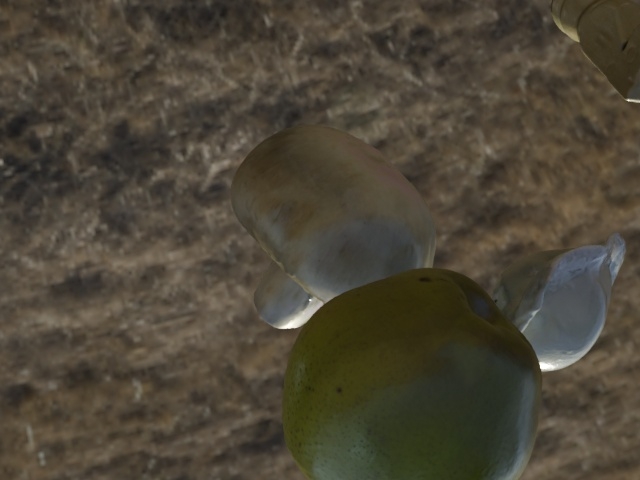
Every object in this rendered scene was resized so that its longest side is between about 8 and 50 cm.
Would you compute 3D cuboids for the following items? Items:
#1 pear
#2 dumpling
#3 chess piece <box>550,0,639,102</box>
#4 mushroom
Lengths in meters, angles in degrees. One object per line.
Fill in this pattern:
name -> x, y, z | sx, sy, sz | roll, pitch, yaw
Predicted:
pear -> 0.068, 0.121, 0.935 | 0.198, 0.198, 0.198 | -14, 150, -8
dumpling -> 0.235, 0.076, 1.336 | 0.229, 0.124, 0.151 | -52, 162, 14
chess piece -> 0.350, -0.242, 1.486 | 0.090, 0.200, 0.090 | -7, 127, -10
mushroom -> 0.000, 0.000, 1.455 | 0.254, 0.260, 0.234 | 33, 108, -11
